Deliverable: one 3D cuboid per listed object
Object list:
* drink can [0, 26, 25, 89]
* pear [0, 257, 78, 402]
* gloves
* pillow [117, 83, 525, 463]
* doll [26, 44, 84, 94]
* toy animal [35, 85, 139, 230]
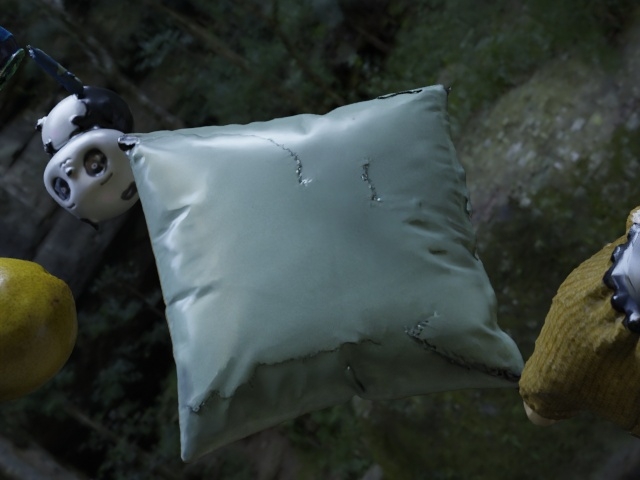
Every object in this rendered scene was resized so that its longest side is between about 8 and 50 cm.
[{"bbox_3d":[-0.596,-0.331,1.841,0.118,0.205,0.118,-54,7,10],"label":"drink can"},{"bbox_3d":[-0.436,0.120,1.557,0.208,0.209,0.209,-54,-8,-12],"label":"pear"},{"bbox_3d":[0.251,0.066,0.822,0.203,0.155,0.356,-43,-9,-7],"label":"gloves"},{"bbox_3d":[-0.001,0.015,0.990,0.313,0.310,0.119,-11,-18,-6],"label":"pillow"},{"bbox_3d":[-0.470,-0.304,1.992,0.027,0.125,0.037,-55,26,-13],"label":"doll"},{"bbox_3d":[-0.413,-0.148,2.054,0.187,0.235,0.165,-34,-39,27],"label":"toy animal"}]
